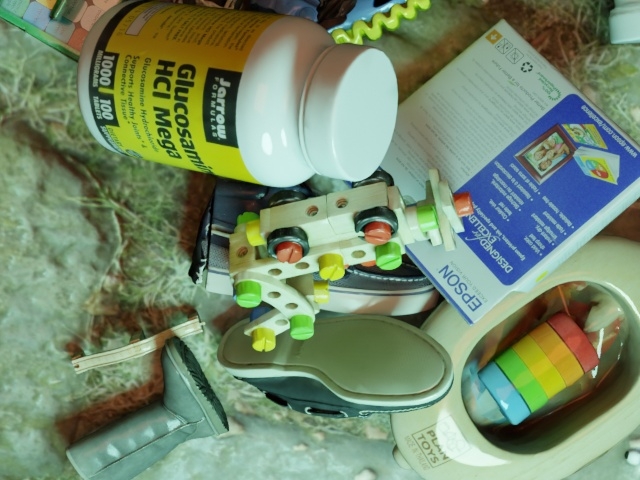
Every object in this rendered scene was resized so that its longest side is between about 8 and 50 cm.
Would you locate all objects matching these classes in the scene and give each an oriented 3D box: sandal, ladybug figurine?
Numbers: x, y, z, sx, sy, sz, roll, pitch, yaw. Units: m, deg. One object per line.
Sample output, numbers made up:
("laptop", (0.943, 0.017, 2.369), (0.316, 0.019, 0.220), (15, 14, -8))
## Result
("sandal", (0.034, -0.316, 1.278), (0.317, 0.126, 0.138), (-27, 95, -3))
("ladybug figurine", (0.283, 0.164, 1.341), (0.449, 0.162, 0.305), (-32, 98, -1))

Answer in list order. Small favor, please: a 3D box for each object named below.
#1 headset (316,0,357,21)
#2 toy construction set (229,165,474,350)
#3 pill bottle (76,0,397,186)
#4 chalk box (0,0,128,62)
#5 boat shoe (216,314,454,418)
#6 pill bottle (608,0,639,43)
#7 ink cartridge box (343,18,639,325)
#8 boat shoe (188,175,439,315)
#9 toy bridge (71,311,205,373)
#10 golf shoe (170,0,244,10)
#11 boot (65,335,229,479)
("headset", (-0.019, -0.416, 1.139), (0.243, 0.394, 0.185), (15, 139, -42))
("toy construction set", (0.029, 0.011, 1.162), (0.328, 0.151, 0.215), (-24, 141, 5))
("pill bottle", (-0.092, -0.163, 1.099), (0.334, 0.188, 0.188), (13, 97, 29))
("chalk box", (-0.303, -0.296, 1.197), (0.132, 0.213, 0.132), (30, 92, -7))
("boat shoe", (0.027, 0.177, 1.276), (0.340, 0.127, 0.113), (-1, 139, 29))
("pill bottle", (0.435, -0.414, 1.278), (0.169, 0.169, 0.301), (-5, 98, -5))
("ink cartridge box", (0.221, -0.090, 1.277), (0.307, 0.072, 0.303), (-41, 66, 3))
("boat shoe", (0.000, 0.000, 1.307), (0.340, 0.127, 0.158), (6, 104, -6))
("toy bridge", (-0.247, 0.141, 1.336), (0.188, 0.063, 0.026), (-18, 99, -3))
("golf shoe", (-0.154, -0.293, 1.262), (0.105, 0.120, 0.273), (21, 96, -9))
("boot", (-0.248, 0.241, 1.333), (0.208, 0.076, 0.189), (-21, 118, 2))
